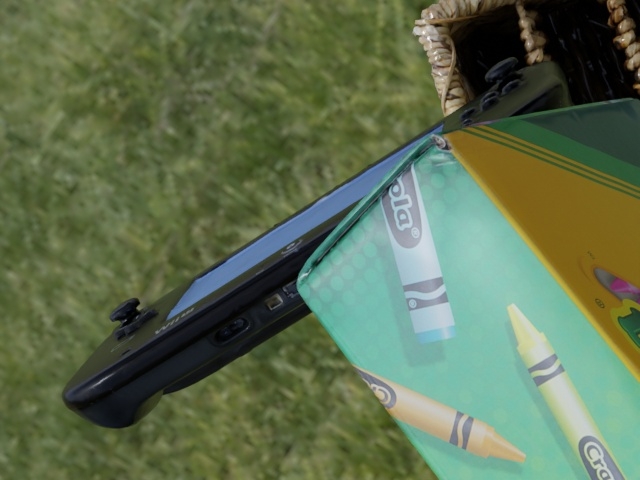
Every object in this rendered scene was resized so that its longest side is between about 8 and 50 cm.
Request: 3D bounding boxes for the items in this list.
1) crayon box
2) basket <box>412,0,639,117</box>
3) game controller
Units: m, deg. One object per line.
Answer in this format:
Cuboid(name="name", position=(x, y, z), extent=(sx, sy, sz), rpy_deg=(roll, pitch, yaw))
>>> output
Cuboid(name="crayon box", position=(0.137, 0.083, 0.567), extent=(0.081, 0.165, 0.278), rpy_deg=(-46, 73, 30))
Cuboid(name="basket", position=(0.226, -0.060, 1.229), extent=(0.213, 0.299, 0.223), rpy_deg=(-20, -4, 13))
Cuboid(name="game controller", position=(0.000, 0.000, 0.922), extent=(0.319, 0.067, 0.166), rpy_deg=(-33, -2, 12))
